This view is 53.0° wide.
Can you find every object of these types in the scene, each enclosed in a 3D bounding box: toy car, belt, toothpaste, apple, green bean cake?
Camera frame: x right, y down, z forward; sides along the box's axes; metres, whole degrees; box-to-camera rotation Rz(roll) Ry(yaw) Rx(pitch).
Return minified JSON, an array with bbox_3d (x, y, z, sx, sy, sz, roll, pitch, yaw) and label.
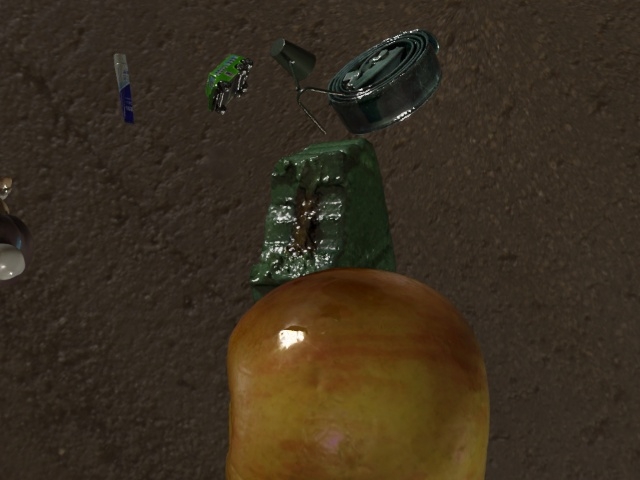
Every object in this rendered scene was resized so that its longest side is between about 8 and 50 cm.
[{"bbox_3d":[-0.196,-0.329,1.340,0.062,0.165,0.071,23,131,3],"label":"toy car"},{"bbox_3d":[0.143,-0.332,1.336,0.267,0.206,0.116,-37,125,-3],"label":"belt"},{"bbox_3d":[-0.239,-0.184,0.784,0.015,0.024,0.083,-7,92,12],"label":"toothpaste"},{"bbox_3d":[0.027,0.161,0.604,0.233,0.286,0.286,3,113,-2],"label":"apple"},{"bbox_3d":[0.000,0.000,1.103,0.169,0.300,0.307,0,111,28],"label":"green bean cake"}]

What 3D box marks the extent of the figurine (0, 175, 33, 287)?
[{"bbox_3d":[-0.676,-0.063,1.286,0.206,0.365,0.218,0,152,-12],"label":"figurine"}]

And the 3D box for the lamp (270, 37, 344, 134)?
[{"bbox_3d":[-0.019,-0.156,0.606,0.054,0.121,0.041,27,116,-41],"label":"lamp"}]
